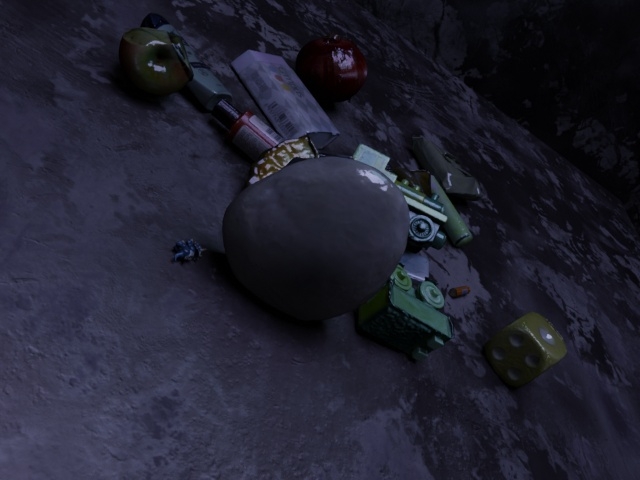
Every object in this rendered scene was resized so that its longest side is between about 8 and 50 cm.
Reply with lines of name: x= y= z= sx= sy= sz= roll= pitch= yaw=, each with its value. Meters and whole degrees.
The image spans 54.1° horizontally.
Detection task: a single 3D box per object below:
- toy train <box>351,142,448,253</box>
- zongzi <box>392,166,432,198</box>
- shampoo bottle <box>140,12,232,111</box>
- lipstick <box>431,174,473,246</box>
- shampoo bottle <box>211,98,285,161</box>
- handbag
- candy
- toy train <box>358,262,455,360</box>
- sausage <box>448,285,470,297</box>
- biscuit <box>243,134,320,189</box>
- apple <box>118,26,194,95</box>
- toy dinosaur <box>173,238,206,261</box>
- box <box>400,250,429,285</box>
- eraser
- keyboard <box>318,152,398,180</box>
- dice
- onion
toy train: x=0.221 y=-0.111 z=1.870 sx=0.369 sy=0.150 sz=0.237 roll=27 pitch=65 yaw=3
zongzi: x=0.274 y=-0.161 z=2.161 sx=0.242 sy=0.112 sz=0.221 roll=11 pitch=48 yaw=-13
shampoo bottle: x=-0.415 y=-0.540 z=1.885 sx=0.359 sy=0.078 sz=0.134 roll=50 pitch=23 yaw=12
lipstick: x=0.457 y=-0.107 z=2.299 sx=0.076 sy=0.076 sz=0.304 roll=7 pitch=45 yaw=-41
shampoo bottle: x=-0.195 y=-0.302 z=1.819 sx=0.278 sy=0.104 sz=0.104 roll=41 pitch=33 yaw=-3
handbag: x=0.514 y=-0.283 z=2.528 sx=0.253 sy=0.109 sz=0.316 roll=15 pitch=36 yaw=-41
candy: x=0.000 y=0.000 z=1.410 sx=0.386 sy=0.427 sz=0.186 roll=46 pitch=21 yaw=-20
toy train: x=0.216 y=0.183 z=1.647 sx=0.271 sy=0.159 sz=0.188 roll=31 pitch=38 yaw=-24
sausage: x=0.453 y=0.164 z=2.021 sx=0.107 sy=0.031 sz=0.031 roll=-2 pitch=53 yaw=-49
biscuit: x=-0.050 y=-0.135 z=1.724 sx=0.329 sy=0.078 sz=0.335 roll=20 pitch=65 yaw=-21
apple: x=-0.452 y=-0.493 z=1.718 sx=0.207 sy=0.174 sz=0.188 roll=18 pitch=12 yaw=-33
toy dinosaur: x=-0.297 y=0.025 z=1.405 sx=0.083 sy=0.030 sz=0.047 roll=-9 pitch=56 yaw=-50
box: x=0.170 y=0.047 z=1.777 sx=0.285 sy=0.044 sz=0.142 roll=20 pitch=30 yaw=0
eraser: x=-0.120 y=-0.478 z=2.120 sx=0.213 sy=0.082 sz=0.397 roll=-9 pitch=58 yaw=-51
keyboard: x=0.112 y=-0.243 z=2.085 sx=0.309 sy=0.018 sz=0.101 roll=6 pitch=44 yaw=-24
dice: x=0.611 y=0.325 z=1.869 sx=0.169 sy=0.169 sz=0.166 roll=-8 pitch=58 yaw=-50
onion: x=0.037 y=-0.643 z=2.325 sx=0.276 sy=0.276 sz=0.276 roll=27 pitch=36 yaw=-22
